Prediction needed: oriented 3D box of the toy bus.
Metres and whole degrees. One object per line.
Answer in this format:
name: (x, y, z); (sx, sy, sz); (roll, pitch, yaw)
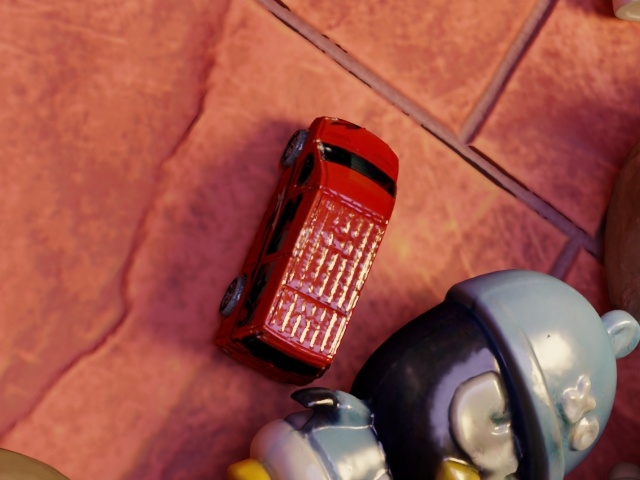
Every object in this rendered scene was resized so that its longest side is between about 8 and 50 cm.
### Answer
toy bus: (0.000, 0.000, 1.260); (0.081, 0.089, 0.195); (28, 70, -14)

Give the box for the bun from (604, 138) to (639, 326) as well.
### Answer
bun: (0.371, -0.011, 1.347); (0.281, 0.205, 0.282); (6, 75, -22)

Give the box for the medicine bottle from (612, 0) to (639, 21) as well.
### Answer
medicine bottle: (0.253, -0.307, 1.425); (0.095, 0.095, 0.260); (-1, 77, -22)

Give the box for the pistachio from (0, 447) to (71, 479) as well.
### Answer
pistachio: (-0.223, 0.184, 1.124); (0.185, 0.124, 0.124); (17, 72, -34)

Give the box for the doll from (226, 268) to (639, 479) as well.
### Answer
doll: (0.089, 0.126, 1.237); (0.314, 0.141, 0.177); (-28, 129, -16)

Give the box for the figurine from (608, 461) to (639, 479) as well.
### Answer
figurine: (0.297, 0.198, 1.258); (0.192, 0.257, 0.167); (8, 45, -57)
